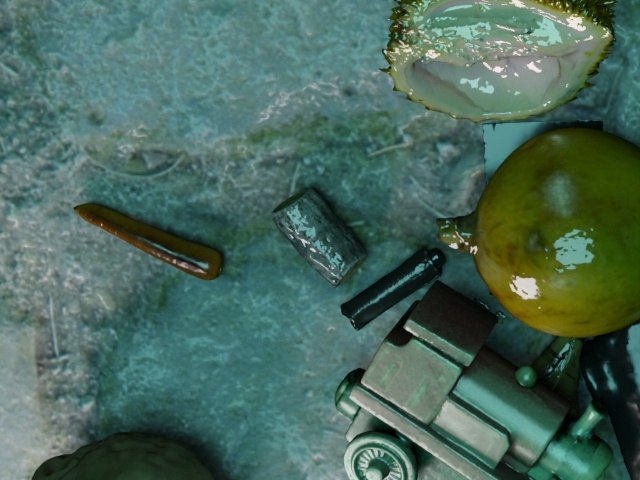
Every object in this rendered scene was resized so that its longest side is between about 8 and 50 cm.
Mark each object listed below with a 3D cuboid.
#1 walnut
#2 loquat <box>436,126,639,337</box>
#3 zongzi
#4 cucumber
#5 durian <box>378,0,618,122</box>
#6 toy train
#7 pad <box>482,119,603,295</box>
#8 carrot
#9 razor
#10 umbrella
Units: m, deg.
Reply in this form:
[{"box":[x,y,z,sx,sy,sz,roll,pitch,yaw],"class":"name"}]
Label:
[{"box":[-0.222,0.336,1.797,0.248,0.248,0.248,3,104,14],"class":"walnut"},{"box":[0.239,-0.005,1.600,0.246,0.213,0.213,0,104,-2],"class":"loquat"},{"box":[0.273,0.144,1.722,0.083,0.040,0.076,39,103,-9],"class":"zongzi"},{"box":[-0.001,-0.002,1.743,0.064,0.064,0.112,-37,95,20],"class":"cucumber"},{"box":[0.179,-0.216,1.612,0.250,0.183,0.138,-9,64,20],"class":"durian"},{"box":[0.167,0.203,1.687,0.304,0.150,0.221,33,122,6],"class":"toy train"},{"box":[0.239,-0.033,1.703,0.127,0.004,0.190,0,102,15],"class":"pad"},{"box":[-0.196,-0.004,1.807,0.190,0.037,0.037,24,108,9],"class":"carrot"},{"box":[0.406,0.215,1.664,0.189,0.107,0.327,-25,96,15],"class":"razor"},{"box":[0.081,0.053,1.752,0.133,0.031,0.036,-35,119,19],"class":"umbrella"}]
